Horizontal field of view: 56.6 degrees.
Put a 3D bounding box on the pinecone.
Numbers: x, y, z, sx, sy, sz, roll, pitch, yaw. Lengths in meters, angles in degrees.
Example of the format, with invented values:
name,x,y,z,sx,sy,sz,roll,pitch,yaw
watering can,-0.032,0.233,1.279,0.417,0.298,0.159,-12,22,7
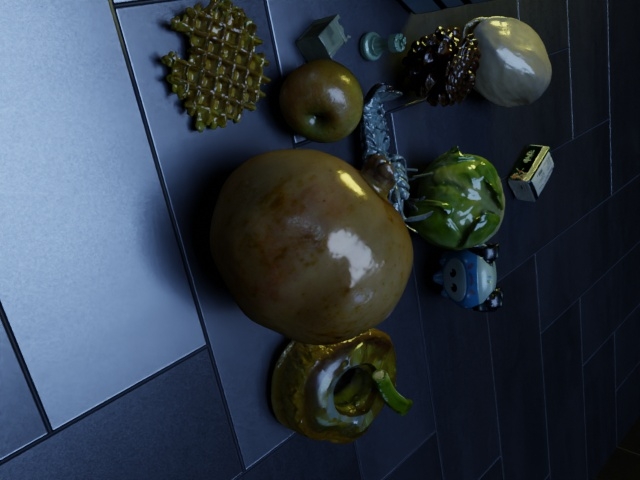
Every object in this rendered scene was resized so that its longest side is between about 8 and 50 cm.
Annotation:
name,x,y,z,sx,sy,sz,roll,pitch,yaw
pinecone,0.299,-0.436,1.491,0.207,0.207,0.208,-9,103,-42

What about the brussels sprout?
name,x,y,z,sx,sy,sz,roll,pitch,yaw
brussels sprout,0.369,-0.102,1.588,0.294,0.227,0.260,14,82,-31

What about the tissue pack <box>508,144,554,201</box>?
name,x,y,z,sx,sy,sz,roll,pitch,yaw
tissue pack,0.704,-0.224,1.977,0.170,0.090,0.103,-52,127,-21

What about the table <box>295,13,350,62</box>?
name,x,y,z,sx,sy,sz,roll,pitch,yaw
table,0.008,-0.437,1.296,0.083,0.079,0.062,-54,127,-24

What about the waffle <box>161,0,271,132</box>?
name,x,y,z,sx,sy,sz,roll,pitch,yaw
waffle,-0.196,-0.339,1.143,0.231,0.051,0.229,-41,123,-31

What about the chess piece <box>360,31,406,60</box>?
name,x,y,z,sx,sy,sz,roll,pitch,yaw
chess piece,0.150,-0.464,1.407,0.067,0.103,0.067,-9,103,-41

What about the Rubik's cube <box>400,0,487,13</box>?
name,x,y,z,sx,sy,sz,roll,pitch,yaw
Rubik's cube,0.285,-0.729,1.364,0.283,0.293,0.289,21,84,-41

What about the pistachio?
name,x,y,z,sx,sy,sz,roll,pitch,yaw
pistachio,0.519,-0.504,1.675,0.331,0.208,0.226,22,104,-29

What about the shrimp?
name,x,y,z,sx,sy,sz,roll,pitch,yaw
shrimp,0.163,-0.167,1.446,0.221,0.166,0.411,-19,98,-37

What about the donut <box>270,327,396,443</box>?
name,x,y,z,sx,sy,sz,roll,pitch,yaw
donut,0.046,0.338,1.413,0.329,0.159,0.330,-16,115,-37

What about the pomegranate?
name,x,y,z,sx,sy,sz,roll,pitch,yaw
pomegranate,0.000,0.000,1.147,0.411,0.411,0.412,-9,103,-42

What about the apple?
name,x,y,z,sx,sy,sz,roll,pitch,yaw
apple,0.005,-0.297,1.263,0.182,0.182,0.155,50,35,-36

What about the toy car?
name,x,y,z,sx,sy,sz,roll,pitch,yaw
toy car,0.419,0.101,1.691,0.255,0.189,0.189,-18,103,-73

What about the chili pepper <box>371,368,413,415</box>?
name,x,y,z,sx,sy,sz,roll,pitch,yaw
chili pepper,0.176,0.376,1.430,0.051,0.050,0.202,-35,130,4
